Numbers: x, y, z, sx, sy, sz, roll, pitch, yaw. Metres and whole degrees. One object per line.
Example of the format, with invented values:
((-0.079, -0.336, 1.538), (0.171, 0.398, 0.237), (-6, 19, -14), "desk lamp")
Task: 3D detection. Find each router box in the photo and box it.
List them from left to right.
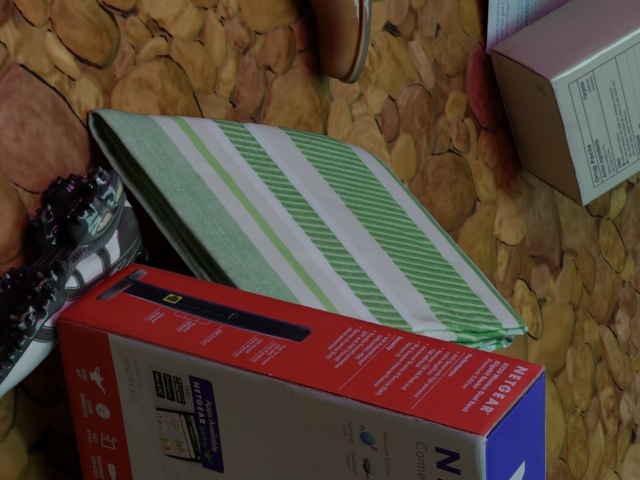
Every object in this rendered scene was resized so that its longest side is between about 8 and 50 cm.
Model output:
((-0.007, 0.202, 1.002), (0.082, 0.301, 0.335), (-39, 133, -47), "router box")

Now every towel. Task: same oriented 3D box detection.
((0.000, 0.000, 1.186), (0.325, 0.038, 0.248), (0, 45, -53), "towel")

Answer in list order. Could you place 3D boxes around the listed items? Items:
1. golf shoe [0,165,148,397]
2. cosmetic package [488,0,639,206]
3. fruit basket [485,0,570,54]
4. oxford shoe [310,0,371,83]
((-0.169, 0.045, 1.035), (0.094, 0.077, 0.198), (58, 47, -35), "golf shoe")
((0.339, -0.187, 1.573), (0.309, 0.113, 0.160), (-30, 125, -14), "cosmetic package")
((0.295, -0.372, 1.628), (0.353, 0.165, 0.327), (-13, 114, -34), "fruit basket")
((-0.005, -0.232, 1.295), (0.076, 0.076, 0.212), (-13, 103, -23), "oxford shoe")
